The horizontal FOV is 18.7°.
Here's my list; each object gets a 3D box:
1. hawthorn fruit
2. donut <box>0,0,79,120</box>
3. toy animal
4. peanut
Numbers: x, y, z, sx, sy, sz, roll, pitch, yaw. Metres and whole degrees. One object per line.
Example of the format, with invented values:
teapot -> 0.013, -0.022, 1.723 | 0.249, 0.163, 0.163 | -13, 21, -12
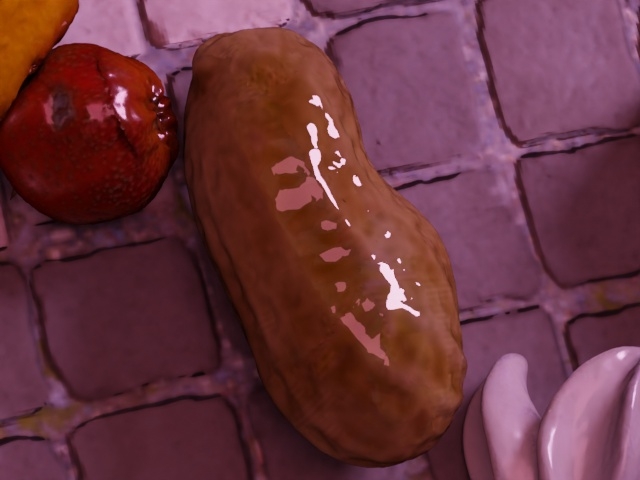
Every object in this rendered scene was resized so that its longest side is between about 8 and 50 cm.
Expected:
hawthorn fruit -> -0.114, -0.049, 0.921 | 0.093, 0.093, 0.093 | 2, 74, -8
donut -> -0.184, -0.147, 0.897 | 0.152, 0.101, 0.259 | 3, 67, 18
toy animal -> 0.098, 0.151, 0.875 | 0.130, 0.103, 0.221 | 2, 71, -39
peanut -> 0.000, 0.000, 0.915 | 0.108, 0.095, 0.226 | -11, 69, -42
